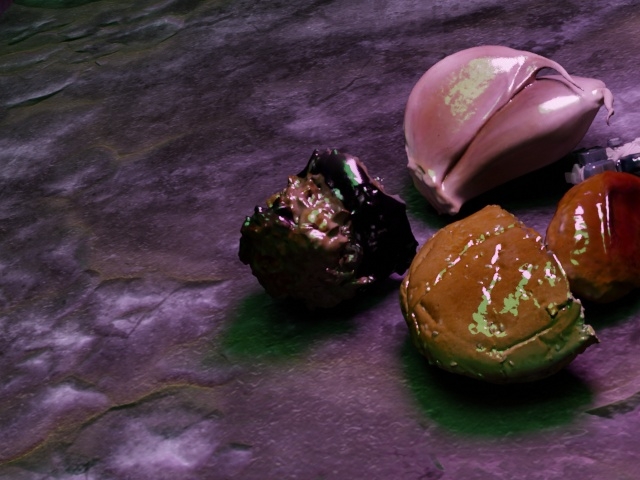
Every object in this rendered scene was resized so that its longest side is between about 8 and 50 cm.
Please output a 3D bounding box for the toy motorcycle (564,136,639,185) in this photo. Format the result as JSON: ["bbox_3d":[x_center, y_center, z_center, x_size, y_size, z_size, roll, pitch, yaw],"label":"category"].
[{"bbox_3d":[0.501,-0.124,1.456,0.221,0.102,0.150,-17,14,-5],"label":"toy motorcycle"}]

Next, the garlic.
[{"bbox_3d":[0.294,-0.216,1.493,0.340,0.231,0.246,-29,7,37],"label":"garlic"}]

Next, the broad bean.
[{"bbox_3d":[0.397,-0.004,1.305,0.228,0.156,0.122,-53,6,-32],"label":"broad bean"}]

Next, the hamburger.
[{"bbox_3d":[0.212,0.079,1.231,0.211,0.132,0.309,-32,33,5],"label":"hamburger"}]

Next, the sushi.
[{"bbox_3d":[-0.004,0.003,1.378,0.225,0.238,0.219,27,46,31],"label":"sushi"}]
